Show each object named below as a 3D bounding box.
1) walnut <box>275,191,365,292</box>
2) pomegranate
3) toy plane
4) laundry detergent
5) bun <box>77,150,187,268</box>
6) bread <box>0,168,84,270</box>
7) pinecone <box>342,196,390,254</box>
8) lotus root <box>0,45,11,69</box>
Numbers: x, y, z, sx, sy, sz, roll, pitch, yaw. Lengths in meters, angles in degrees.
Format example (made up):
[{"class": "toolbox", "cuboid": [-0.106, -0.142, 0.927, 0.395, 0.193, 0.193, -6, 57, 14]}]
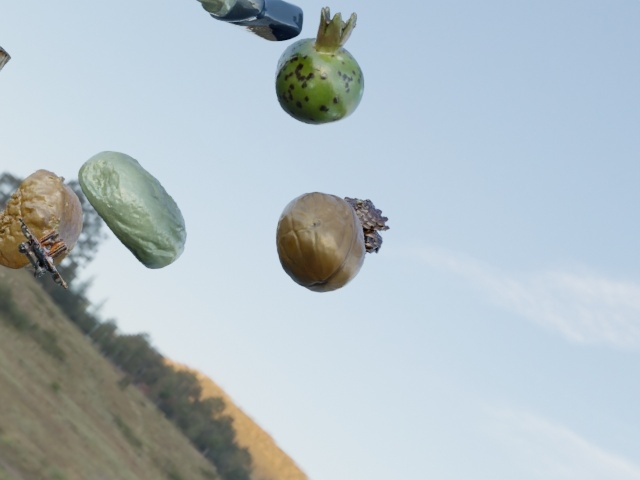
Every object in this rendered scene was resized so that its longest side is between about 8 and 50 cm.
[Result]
[{"class": "walnut", "cuboid": [0.000, 0.000, 1.712, 0.167, 0.167, 0.207, 64, 14, -45]}, {"class": "pomegranate", "cuboid": [-0.005, -0.426, 2.289, 0.231, 0.231, 0.285, 19, -68, 48]}, {"class": "toy plane", "cuboid": [-0.445, 0.027, 1.494, 0.135, 0.062, 0.188, 58, -25, -2]}, {"class": "laundry detergent", "cuboid": [-0.162, -0.510, 2.082, 0.143, 0.094, 0.290, 10, 6, 30]}, {"class": "bun", "cuboid": [-0.302, -0.059, 1.550, 0.221, 0.108, 0.221, 54, -1, 2]}, {"class": "bread", "cuboid": [-0.593, -0.027, 1.998, 0.139, 0.229, 0.143, 30, -2, 26]}, {"class": "pinecone", "cuboid": [0.078, -0.021, 2.237, 0.174, 0.173, 0.173, 36, -21, 16]}, {"class": "lotus root", "cuboid": [-0.424, -0.210, 1.163, 0.030, 0.083, 0.037, 40, 3, 37]}]
